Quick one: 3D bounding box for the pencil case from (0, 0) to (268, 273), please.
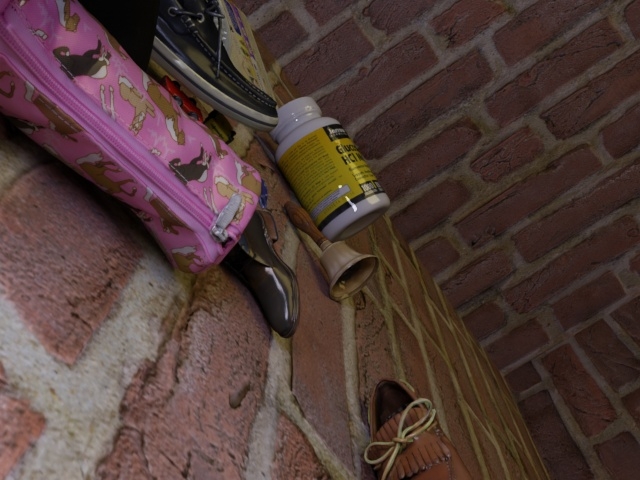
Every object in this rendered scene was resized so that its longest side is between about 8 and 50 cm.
[{"bbox_3d":[-0.221,-0.124,0.782,0.386,0.167,0.160,46,48,-40],"label":"pencil case"}]

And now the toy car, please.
[{"bbox_3d":[-0.186,-0.156,1.272,0.225,0.053,0.239,60,13,16],"label":"toy car"}]

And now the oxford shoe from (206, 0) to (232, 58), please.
[{"bbox_3d":[-0.334,-0.523,1.460,0.449,0.169,0.130,52,-8,-17],"label":"oxford shoe"}]

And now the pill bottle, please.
[{"bbox_3d":[0.009,-0.175,1.790,0.334,0.188,0.188,58,11,11],"label":"pill bottle"}]

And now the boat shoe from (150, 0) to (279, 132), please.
[{"bbox_3d":[-0.237,-0.374,1.249,0.500,0.156,0.187,42,7,-23],"label":"boat shoe"}]

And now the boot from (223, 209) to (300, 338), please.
[{"bbox_3d":[-0.104,0.043,1.068,0.106,0.082,0.219,12,45,-42],"label":"boot"}]

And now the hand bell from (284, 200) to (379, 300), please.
[{"bbox_3d":[0.000,0.000,1.553,0.242,0.126,0.126,48,6,28],"label":"hand bell"}]

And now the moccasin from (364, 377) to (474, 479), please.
[{"bbox_3d":[0.133,0.306,1.084,0.147,0.139,0.380,53,11,-11],"label":"moccasin"}]

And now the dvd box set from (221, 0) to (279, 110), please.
[{"bbox_3d":[-0.242,-0.492,1.821,0.307,0.062,0.420,70,14,9],"label":"dvd box set"}]

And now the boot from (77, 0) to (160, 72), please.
[{"bbox_3d":[-0.173,-0.313,0.771,0.445,0.146,0.367,26,-62,53],"label":"boot"}]
